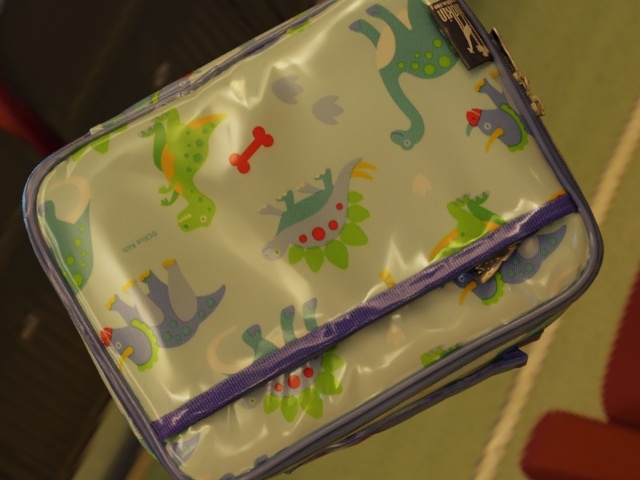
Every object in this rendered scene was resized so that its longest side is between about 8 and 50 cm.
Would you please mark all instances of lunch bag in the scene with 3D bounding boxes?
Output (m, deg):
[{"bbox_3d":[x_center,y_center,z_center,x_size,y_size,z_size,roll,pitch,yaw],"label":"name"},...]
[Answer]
[{"bbox_3d":[0.000,0.000,0.767,0.219,0.090,0.176,-27,82,-2],"label":"lunch bag"}]
